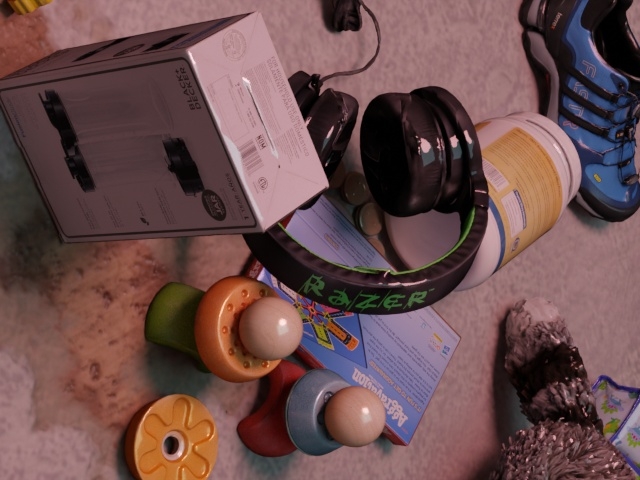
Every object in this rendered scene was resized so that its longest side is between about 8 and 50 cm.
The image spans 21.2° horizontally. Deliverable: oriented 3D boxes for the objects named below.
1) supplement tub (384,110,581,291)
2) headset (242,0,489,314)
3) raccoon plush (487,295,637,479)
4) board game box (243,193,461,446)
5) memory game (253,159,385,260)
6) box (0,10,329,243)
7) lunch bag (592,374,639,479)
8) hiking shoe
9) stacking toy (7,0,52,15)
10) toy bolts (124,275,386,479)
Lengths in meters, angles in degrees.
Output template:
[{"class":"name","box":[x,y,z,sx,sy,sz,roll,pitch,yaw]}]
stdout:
[{"class":"supplement tub","box":[0.180,-0.047,1.863,0.200,0.144,0.144,-34,112,-40]},{"class":"headset","box":[0.042,-0.113,1.675,0.243,0.185,0.394,6,48,-11]},{"class":"raccoon plush","box":[0.180,0.304,1.885,0.299,0.446,0.216,-14,138,-5]},{"class":"board game box","box":[0.035,0.081,1.797,0.281,0.027,0.145,46,60,-33]},{"class":"memory game","box":[0.000,0.000,1.792,0.186,0.012,0.186,0,90,-42]},{"class":"box","box":[-0.144,-0.092,1.479,0.087,0.290,0.169,-36,111,-38]},{"class":"lunch bag","box":[0.355,0.262,2.061,0.151,0.096,0.129,-52,125,-12]},{"class":"hiking shoe","box":[0.332,-0.160,2.012,0.113,0.132,0.304,-33,111,-37]},{"class":"stacking toy","box":[-0.247,-0.336,1.553,0.221,0.052,0.167,-52,123,-32]},{"class":"toy bolts","box":[-0.052,0.163,1.644,0.228,0.158,0.218,31,70,-37]}]
